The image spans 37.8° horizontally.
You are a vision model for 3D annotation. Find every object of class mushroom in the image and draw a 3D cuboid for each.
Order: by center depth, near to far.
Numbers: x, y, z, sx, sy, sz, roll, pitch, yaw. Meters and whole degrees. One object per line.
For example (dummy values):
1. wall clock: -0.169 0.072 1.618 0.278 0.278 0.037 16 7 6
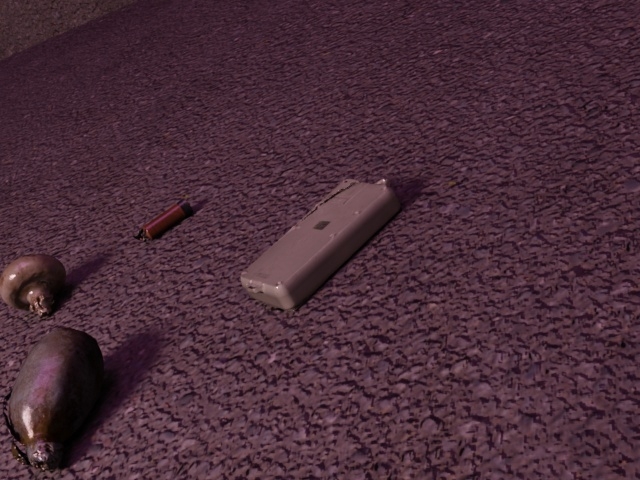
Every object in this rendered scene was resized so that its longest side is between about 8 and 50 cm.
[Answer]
1. mushroom: -0.358 0.061 1.177 0.085 0.085 0.079 -32 57 -6

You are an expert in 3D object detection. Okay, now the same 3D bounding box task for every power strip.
1. power strip: 0.000 0.000 0.972 0.192 0.035 0.081 -43 30 -24

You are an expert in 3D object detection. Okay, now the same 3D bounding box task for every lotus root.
1. lotus root: -0.265 0.153 0.923 0.088 0.088 0.165 -16 41 24

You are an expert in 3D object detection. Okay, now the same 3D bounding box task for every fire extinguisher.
1. fire extinguisher: -0.206 -0.024 1.211 0.083 0.028 0.022 -35 61 -11
